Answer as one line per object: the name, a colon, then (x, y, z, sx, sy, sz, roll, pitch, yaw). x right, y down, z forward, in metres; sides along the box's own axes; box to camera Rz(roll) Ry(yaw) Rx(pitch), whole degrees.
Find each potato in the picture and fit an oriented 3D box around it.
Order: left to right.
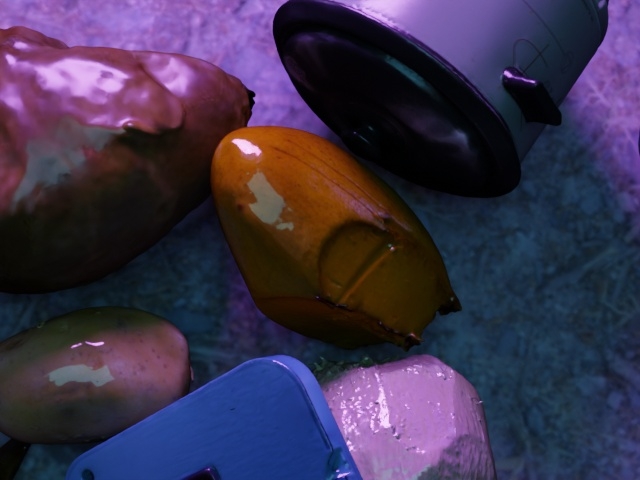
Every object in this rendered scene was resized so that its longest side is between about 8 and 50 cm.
potato: (-0.191, 0.109, 1.488, 0.178, 0.109, 0.118, -9, 37, -8)

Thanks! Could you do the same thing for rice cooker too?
rice cooker: (0.094, -0.161, 1.518, 0.280, 0.241, 0.227, 21, 68, 41)

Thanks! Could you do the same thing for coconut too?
coconut: (0.053, 0.188, 1.461, 0.194, 0.194, 0.194, 1, 77, -5)

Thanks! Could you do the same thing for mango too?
mango: (0.000, 0.000, 1.488, 0.252, 0.126, 0.154, 43, 51, -32)

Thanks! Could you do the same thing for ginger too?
ginger: (-0.204, -0.057, 1.483, 0.269, 0.200, 0.223, 16, 74, -1)

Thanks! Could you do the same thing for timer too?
timer: (-0.054, 0.227, 1.414, 0.250, 0.091, 0.232, -30, 78, 32)

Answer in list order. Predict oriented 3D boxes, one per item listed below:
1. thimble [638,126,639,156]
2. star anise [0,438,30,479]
thimble: (0.371, -0.081, 1.574, 0.198, 0.143, 0.235, 20, 75, 1)
star anise: (-0.307, 0.263, 1.461, 0.272, 0.102, 0.272, 14, 63, -28)
